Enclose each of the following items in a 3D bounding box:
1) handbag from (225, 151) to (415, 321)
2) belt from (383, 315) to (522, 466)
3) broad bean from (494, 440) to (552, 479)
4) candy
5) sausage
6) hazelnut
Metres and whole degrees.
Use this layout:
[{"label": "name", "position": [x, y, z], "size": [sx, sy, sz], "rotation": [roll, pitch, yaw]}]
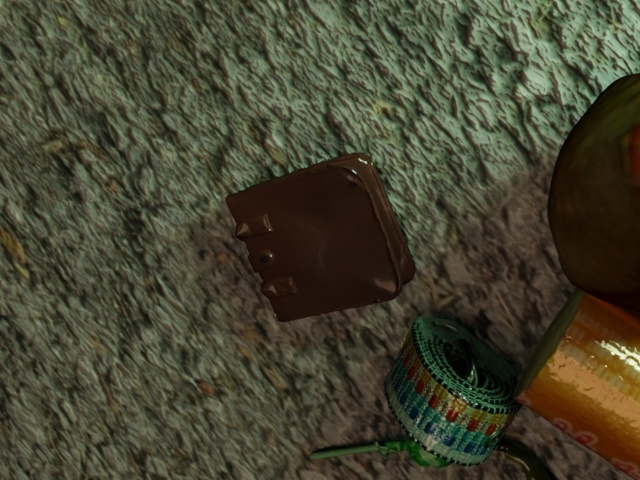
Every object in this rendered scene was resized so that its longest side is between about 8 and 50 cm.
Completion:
[{"label": "handbag", "position": [0.000, 0.001, 1.935], "size": [0.276, 0.084, 0.260], "rotation": [-14, 107, 28]}, {"label": "belt", "position": [0.217, 0.242, 1.842], "size": [0.207, 0.257, 0.150], "rotation": [25, 111, -12]}, {"label": "broad bean", "position": [0.388, 0.465, 1.971], "size": [0.318, 0.056, 0.098], "rotation": [52, 127, 3]}, {"label": "candy", "position": [0.110, 0.374, 2.050], "size": [0.323, 0.097, 0.097], "rotation": [-15, 104, 36]}, {"label": "sausage", "position": [0.468, 0.222, 1.736], "size": [0.287, 0.233, 0.233], "rotation": [35, 120, 7]}, {"label": "hazelnut", "position": [0.494, -0.066, 1.556], "size": [0.366, 0.366, 0.365], "rotation": [9, 114, 20]}]
